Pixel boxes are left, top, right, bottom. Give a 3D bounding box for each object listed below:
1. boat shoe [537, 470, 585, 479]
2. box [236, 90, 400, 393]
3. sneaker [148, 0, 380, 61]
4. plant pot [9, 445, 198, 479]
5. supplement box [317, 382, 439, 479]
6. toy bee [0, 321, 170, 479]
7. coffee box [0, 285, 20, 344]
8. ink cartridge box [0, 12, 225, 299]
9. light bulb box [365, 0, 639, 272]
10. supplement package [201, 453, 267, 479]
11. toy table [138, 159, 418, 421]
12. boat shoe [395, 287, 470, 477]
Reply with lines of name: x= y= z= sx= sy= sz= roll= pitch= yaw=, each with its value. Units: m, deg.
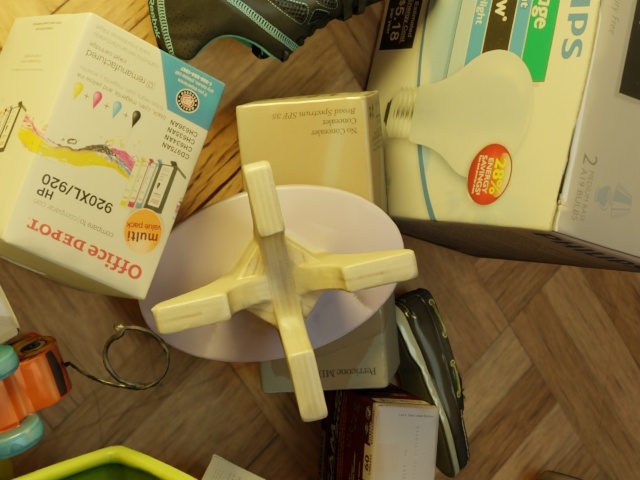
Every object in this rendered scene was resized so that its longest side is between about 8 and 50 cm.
boat shoe: x=0.381 y=0.400 z=2.177 sx=0.324 sy=0.123 sz=0.116 roll=38 pitch=74 yaw=-29
box: x=0.000 y=0.000 z=1.841 sx=0.148 sy=0.121 sz=0.311 roll=-5 pitch=97 yaw=9
sneaker: x=-0.029 y=-0.265 z=1.843 sx=0.340 sy=0.125 sz=0.140 roll=-4 pitch=102 yaw=-22
plant pot: x=-0.208 y=0.339 z=1.562 sx=0.227 sy=0.228 sz=0.207 roll=-16 pitch=108 yaw=-34
supplement box: x=0.059 y=0.225 z=1.857 sx=0.073 sy=0.239 sz=0.130 roll=4 pitch=91 yaw=-12
toy bee: x=-0.306 y=0.153 z=1.672 sx=0.298 sy=0.162 sz=0.195 roll=2 pitch=101 yaw=-11
coffee box: x=-0.409 y=0.063 z=1.482 sx=0.168 sy=0.297 sz=0.119 roll=-31 pitch=107 yaw=-29
ink cartridge box: x=-0.237 y=-0.081 z=1.672 sx=0.171 sy=0.168 sz=0.233 roll=26 pitch=79 yaw=-34
light bulb box: x=0.245 y=-0.162 z=1.891 sx=0.225 sy=0.361 sz=0.358 roll=15 pitch=84 yaw=-35
supplement package: x=-0.061 y=0.360 z=1.787 sx=0.203 sy=0.149 sz=0.194 roll=25 pitch=77 yaw=5
toy table: x=-0.043 y=0.043 z=1.690 sx=0.274 sy=0.161 sz=0.252 roll=-24 pitch=98 yaw=-2
boat shoe: x=0.135 y=0.167 z=2.006 sx=0.068 sy=0.081 sz=0.228 roll=-28 pitch=106 yaw=-27
